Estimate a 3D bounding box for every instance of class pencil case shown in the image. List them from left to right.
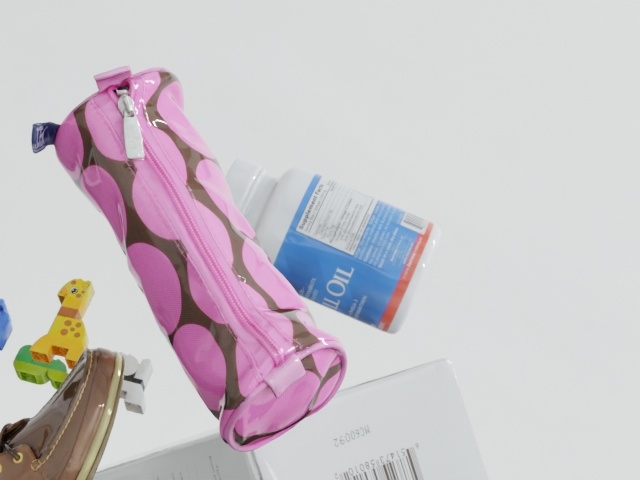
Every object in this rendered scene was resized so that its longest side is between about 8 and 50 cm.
[{"bbox_3d":[-0.066,0.006,0.922,0.209,0.095,0.098,56,-24,17],"label":"pencil case"}]

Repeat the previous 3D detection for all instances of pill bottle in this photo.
[{"bbox_3d":[0.000,0.000,1.732,0.221,0.124,0.124,23,10,3],"label":"pill bottle"}]

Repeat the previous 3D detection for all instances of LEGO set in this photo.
[{"bbox_3d":[-0.268,0.087,1.694,0.227,0.093,0.087,14,-34,13],"label":"LEGO set"}]

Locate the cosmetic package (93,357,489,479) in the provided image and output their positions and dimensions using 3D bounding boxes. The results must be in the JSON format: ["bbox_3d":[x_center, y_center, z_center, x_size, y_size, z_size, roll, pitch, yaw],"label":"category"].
[{"bbox_3d":[-0.057,0.215,1.291,0.197,0.155,0.365,-15,-5,-38],"label":"cosmetic package"}]

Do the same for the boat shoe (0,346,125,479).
[{"bbox_3d":[-0.168,0.135,0.975,0.060,0.178,0.064,26,16,-16],"label":"boat shoe"}]
